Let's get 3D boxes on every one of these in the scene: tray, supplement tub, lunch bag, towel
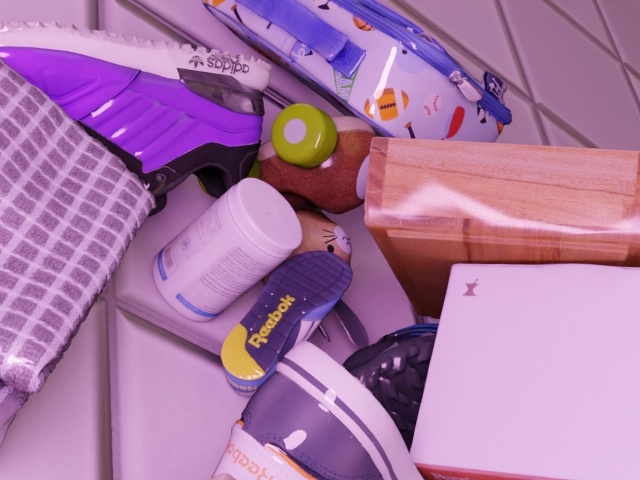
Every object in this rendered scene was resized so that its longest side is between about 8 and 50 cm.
[{"bbox_3d":[0.165,0.008,1.198,0.411,0.203,0.076,50,45,-75],"label":"tray"},{"bbox_3d":[-0.074,0.009,1.111,0.071,0.107,0.071,37,31,-26],"label":"supplement tub"},{"bbox_3d":[0.038,-0.178,1.379,0.303,0.115,0.243,37,5,35],"label":"lunch bag"},{"bbox_3d":[-0.239,-0.018,0.881,0.235,0.121,0.283,43,29,-14],"label":"towel"}]

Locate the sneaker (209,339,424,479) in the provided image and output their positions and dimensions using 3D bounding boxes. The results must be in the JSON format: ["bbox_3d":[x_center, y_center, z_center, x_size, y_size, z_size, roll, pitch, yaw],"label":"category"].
[{"bbox_3d":[0.018,0.202,1.017,0.126,0.127,0.321,30,-17,42],"label":"sneaker"}]

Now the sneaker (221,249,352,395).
[{"bbox_3d":[-0.029,0.064,1.115,0.053,0.059,0.144,34,59,18],"label":"sneaker"}]

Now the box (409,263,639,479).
[{"bbox_3d":[0.246,0.168,1.136,0.345,0.215,0.168,46,52,-50],"label":"box"}]

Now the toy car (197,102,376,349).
[{"bbox_3d":[0.000,0.000,1.218,0.155,0.149,0.188,18,52,-62],"label":"toy car"}]

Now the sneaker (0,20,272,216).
[{"bbox_3d":[-0.170,-0.083,1.083,0.293,0.102,0.146,4,91,-30],"label":"sneaker"}]

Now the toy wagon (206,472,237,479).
[{"bbox_3d":[-0.011,0.296,0.752,0.267,0.068,0.344,48,22,-51],"label":"toy wagon"}]

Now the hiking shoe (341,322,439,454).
[{"bbox_3d":[0.081,0.128,1.206,0.304,0.132,0.113,6,89,-58],"label":"hiking shoe"}]
